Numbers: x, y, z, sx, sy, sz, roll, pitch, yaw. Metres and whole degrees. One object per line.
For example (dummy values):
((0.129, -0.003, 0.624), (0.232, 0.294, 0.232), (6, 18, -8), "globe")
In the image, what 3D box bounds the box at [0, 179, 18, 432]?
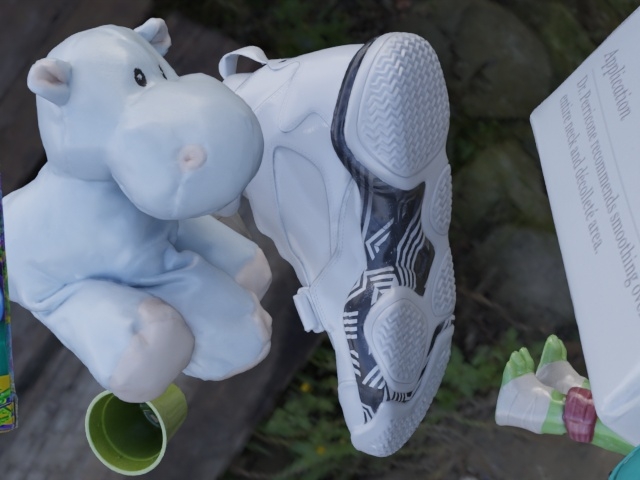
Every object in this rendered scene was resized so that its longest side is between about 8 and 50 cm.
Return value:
((-0.286, -0.061, 0.596), (0.177, 0.279, 0.290), (31, 124, 58), "box")

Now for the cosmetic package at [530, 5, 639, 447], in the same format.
((0.383, -0.040, 0.867), (0.393, 0.327, 0.329), (-46, 23, 28), "cosmetic package")

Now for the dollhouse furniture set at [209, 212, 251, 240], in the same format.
((-0.204, -0.022, 1.776), (0.184, 0.129, 0.129), (-34, 46, -7), "dollhouse furniture set")

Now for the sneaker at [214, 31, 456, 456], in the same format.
((0.000, 0.000, 1.317), (0.210, 0.137, 0.366), (6, 104, 29), "sneaker")

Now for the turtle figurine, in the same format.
((0.304, 0.124, 1.290), (0.266, 0.274, 0.198), (17, 45, 27), "turtle figurine")

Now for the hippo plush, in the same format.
((-0.141, -0.050, 1.149), (0.294, 0.234, 0.236), (29, 117, 19), "hippo plush")

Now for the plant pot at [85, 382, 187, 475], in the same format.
((-0.163, 0.165, 1.397), (0.083, 0.083, 0.079), (-32, 0, 25), "plant pot")

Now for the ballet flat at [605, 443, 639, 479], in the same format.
((0.130, 0.144, 0.568), (0.348, 0.123, 0.123), (-35, 41, 5), "ballet flat")
